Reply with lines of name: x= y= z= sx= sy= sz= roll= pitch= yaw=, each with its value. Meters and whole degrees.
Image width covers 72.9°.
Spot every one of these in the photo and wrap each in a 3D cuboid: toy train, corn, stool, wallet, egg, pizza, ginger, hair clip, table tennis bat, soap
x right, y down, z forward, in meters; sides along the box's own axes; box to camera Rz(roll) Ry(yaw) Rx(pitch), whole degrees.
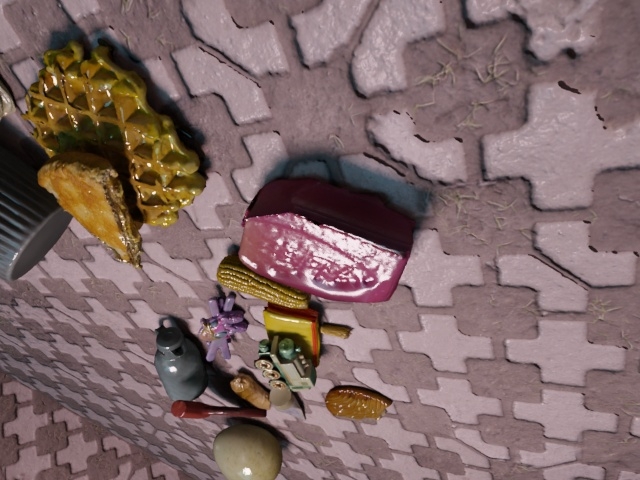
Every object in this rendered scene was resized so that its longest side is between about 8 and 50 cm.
toy train: x=-0.088 y=0.316 z=1.111 sx=0.125 sy=0.080 sz=0.194 roll=-9 pitch=132 yaw=13
corn: x=0.039 y=0.227 z=1.076 sx=0.083 sy=0.028 sz=0.027 roll=5 pitch=143 yaw=23
stool: x=-0.799 y=-0.094 z=1.017 sx=0.330 sy=0.297 sz=0.297 roll=35 pitch=136 yaw=-15
wallet: x=-0.066 y=0.243 z=1.126 sx=0.141 sy=0.067 sz=0.241 roll=11 pitch=139 yaw=10
egg: x=-0.286 y=0.817 z=1.658 sx=0.295 sy=0.218 sz=0.218 roll=15 pitch=136 yaw=24
pizza: x=-0.449 y=-0.056 z=0.900 sx=0.280 sy=0.075 sz=0.287 roll=11 pitch=136 yaw=31
ginger: x=-0.231 y=0.505 z=1.441 sx=0.095 sy=0.069 sz=0.190 roll=-1 pitch=134 yaw=44
hair clip: x=-0.275 y=0.255 z=1.220 sx=0.137 sy=0.090 sz=0.278 roll=-2 pitch=143 yaw=-19
table tennis bat: x=-0.344 y=0.572 z=1.451 sx=0.268 sy=0.051 sz=0.415 roll=-6 pitch=156 yaw=22
soap: x=0.000 y=0.000 z=0.815 sx=0.325 sy=0.127 sz=0.220 roll=22 pitch=134 yaw=7
corn: x=-0.130 y=0.097 z=1.006 sx=0.231 sy=0.080 sz=0.080 roll=18 pitch=136 yaw=8

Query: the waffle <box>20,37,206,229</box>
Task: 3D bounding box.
waffle: x=-0.425 y=-0.183 z=0.884 sx=0.380 sy=0.095 sz=0.382 roll=-26 pitch=114 yaw=43

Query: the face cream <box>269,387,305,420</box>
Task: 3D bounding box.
face cream: x=-0.115 y=0.549 z=1.445 sx=0.114 sy=0.070 sz=0.224 roll=13 pitch=147 yaw=17

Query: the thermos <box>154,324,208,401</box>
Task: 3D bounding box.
thermos: x=-0.465 y=0.383 z=1.405 sx=0.182 sy=0.145 sz=0.286 roll=36 pitch=143 yaw=35

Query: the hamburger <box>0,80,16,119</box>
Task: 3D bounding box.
hamburger: x=-0.726 y=-0.316 z=0.922 sx=0.133 sy=0.062 sz=0.140 roll=-5 pitch=130 yaw=31

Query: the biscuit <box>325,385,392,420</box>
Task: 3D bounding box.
biscuit: x=0.102 y=0.497 z=1.298 sx=0.176 sy=0.031 sz=0.228 roll=30 pitch=136 yaw=0
